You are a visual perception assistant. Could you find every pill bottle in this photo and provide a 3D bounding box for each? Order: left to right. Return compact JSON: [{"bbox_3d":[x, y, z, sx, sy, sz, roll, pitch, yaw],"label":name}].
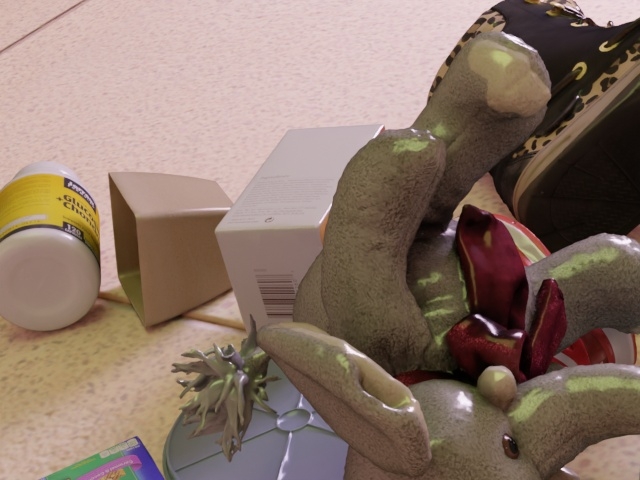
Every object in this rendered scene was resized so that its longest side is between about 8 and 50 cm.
[{"bbox_3d":[-0.256,-0.003,1.339,0.103,0.103,0.184,-16,30,-1],"label":"pill bottle"}]

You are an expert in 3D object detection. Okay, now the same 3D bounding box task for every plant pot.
[{"bbox_3d":[-0.126,0.000,1.285,0.096,0.109,0.109,-10,26,-18],"label":"plant pot"}]

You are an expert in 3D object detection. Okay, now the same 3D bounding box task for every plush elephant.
[{"bbox_3d":[0.085,0.087,0.844,0.330,0.272,0.255,-31,39,-2],"label":"plush elephant"}]

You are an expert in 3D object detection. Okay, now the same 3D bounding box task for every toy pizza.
[{"bbox_3d":[-0.016,0.142,1.050,0.201,0.032,0.201,-12,28,7],"label":"toy pizza"}]

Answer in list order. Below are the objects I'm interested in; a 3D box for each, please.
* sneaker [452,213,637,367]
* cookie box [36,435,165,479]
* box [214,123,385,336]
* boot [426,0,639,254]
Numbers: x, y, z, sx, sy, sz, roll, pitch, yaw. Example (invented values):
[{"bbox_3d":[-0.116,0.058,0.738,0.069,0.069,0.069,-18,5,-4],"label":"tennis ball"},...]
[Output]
[{"bbox_3d":[0.119,0.055,1.085,0.128,0.087,0.221,-26,30,-22],"label":"sneaker"},{"bbox_3d":[-0.148,0.194,1.010,0.092,0.040,0.107,-23,31,-15],"label":"cookie box"},{"bbox_3d":[0.000,0.000,1.188,0.091,0.130,0.170,-2,32,24],"label":"box"},{"bbox_3d":[0.276,-0.167,1.283,0.377,0.138,0.284,-44,28,1],"label":"boot"}]
